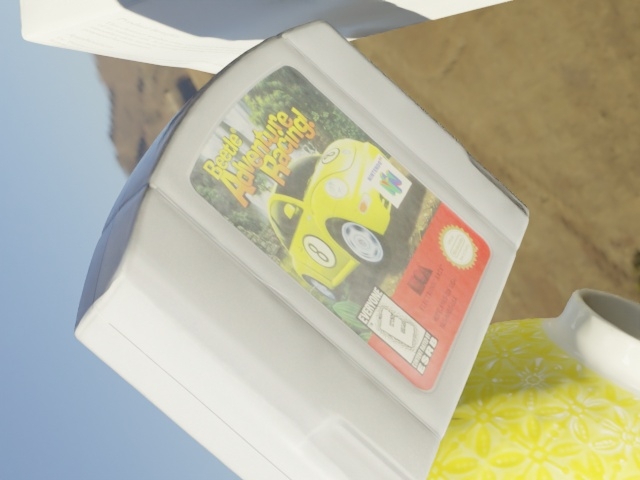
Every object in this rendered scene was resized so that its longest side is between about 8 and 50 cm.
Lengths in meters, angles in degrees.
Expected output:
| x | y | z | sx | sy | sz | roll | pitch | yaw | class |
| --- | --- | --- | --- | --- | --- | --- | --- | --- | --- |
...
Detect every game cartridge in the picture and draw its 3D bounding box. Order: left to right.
| x | y | z | sx | sy | sz | roll | pitch | yaw | class |
| --- | --- | --- | --- | --- | --- | --- | --- | --- | --- |
| 0.000 | 0.000 | 0.730 | 0.196 | 0.060 | 0.294 | 38 | -143 | -5 | game cartridge |

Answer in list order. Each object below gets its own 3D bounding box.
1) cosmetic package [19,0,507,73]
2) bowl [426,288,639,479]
| x | y | z | sx | sy | sz | roll | pitch | yaw | class |
| --- | --- | --- | --- | --- | --- | --- | --- | --- | --- |
| -0.011 | -0.232 | 0.984 | 0.217 | 0.385 | 0.156 | 3 | -100 | -52 | cosmetic package |
| 0.177 | 0.124 | 0.869 | 0.289 | 0.156 | 0.289 | 22 | -167 | -5 | bowl |
